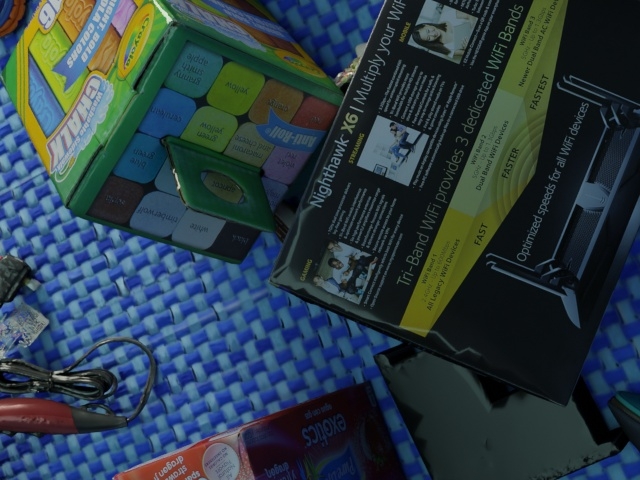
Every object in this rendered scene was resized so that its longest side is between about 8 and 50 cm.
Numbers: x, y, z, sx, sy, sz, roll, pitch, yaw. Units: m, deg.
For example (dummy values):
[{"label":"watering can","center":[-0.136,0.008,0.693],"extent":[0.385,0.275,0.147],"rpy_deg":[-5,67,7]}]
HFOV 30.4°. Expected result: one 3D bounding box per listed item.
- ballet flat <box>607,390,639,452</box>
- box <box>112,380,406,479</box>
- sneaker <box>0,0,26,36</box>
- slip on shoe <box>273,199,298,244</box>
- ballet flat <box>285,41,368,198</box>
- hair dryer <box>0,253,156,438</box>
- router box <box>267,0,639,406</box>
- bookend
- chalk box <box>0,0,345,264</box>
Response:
[{"label":"ballet flat","center":[0.317,0.186,0.929],"extent":[0.203,0.074,0.074],"rpy_deg":[20,102,19]},{"label":"box","center":[-0.038,0.209,0.983],"extent":[0.128,0.257,0.123],"rpy_deg":[-23,83,23]},{"label":"sneaker","center":[-0.367,-0.313,1.179],"extent":[0.083,0.087,0.221],"rpy_deg":[-27,83,22]},{"label":"slip on shoe","center":[0.000,0.000,1.070],"extent":[0.041,0.051,0.135],"rpy_deg":[-39,65,-19]},{"label":"ballet flat","center":[0.028,-0.127,1.028],"extent":[0.241,0.091,0.077],"rpy_deg":[-32,48,18]},{"label":"hair dryer","center":[-0.326,0.166,1.142],"extent":[0.223,0.080,0.293],"rpy_deg":[36,79,19]},{"label":"router box","center":[0.130,-0.060,0.911],"extent":[0.243,0.081,0.309],"rpy_deg":[23,88,4]},{"label":"bookend","center":[0.153,0.132,0.994],"extent":[0.156,0.072,0.157],"rpy_deg":[-30,81,22]},{"label":"chalk box","center":[-0.117,-0.111,0.972],"extent":[0.179,0.180,0.289],"rpy_deg":[-56,43,17]}]
